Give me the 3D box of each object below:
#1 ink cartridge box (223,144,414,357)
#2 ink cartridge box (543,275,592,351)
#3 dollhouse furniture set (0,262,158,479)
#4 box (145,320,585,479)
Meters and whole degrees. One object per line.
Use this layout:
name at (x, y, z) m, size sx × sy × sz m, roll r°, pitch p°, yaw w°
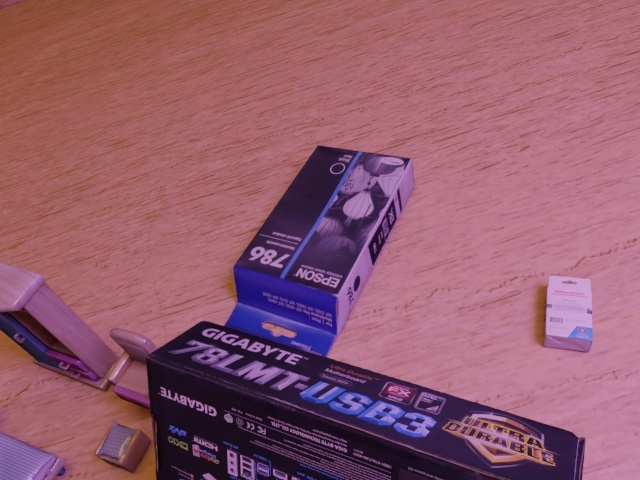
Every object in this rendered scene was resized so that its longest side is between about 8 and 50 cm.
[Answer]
ink cartridge box at (0.000, 0.000, 0.753) m, size 0.165 × 0.065 × 0.333 m, roll 13°, pitch 55°, yaw 25°
ink cartridge box at (0.286, 0.083, 0.615) m, size 0.048 × 0.028 × 0.083 m, roll 5°, pitch 52°, yaw 20°
dollhouse furniture set at (-0.361, 0.210, 0.581) m, size 0.286 × 0.198 × 0.303 m, roll 10°, pitch 54°, yaw 24°
box at (0.011, 0.234, 0.395) m, size 0.295 × 0.294 × 0.073 m, roll 10°, pitch 22°, yaw 25°
